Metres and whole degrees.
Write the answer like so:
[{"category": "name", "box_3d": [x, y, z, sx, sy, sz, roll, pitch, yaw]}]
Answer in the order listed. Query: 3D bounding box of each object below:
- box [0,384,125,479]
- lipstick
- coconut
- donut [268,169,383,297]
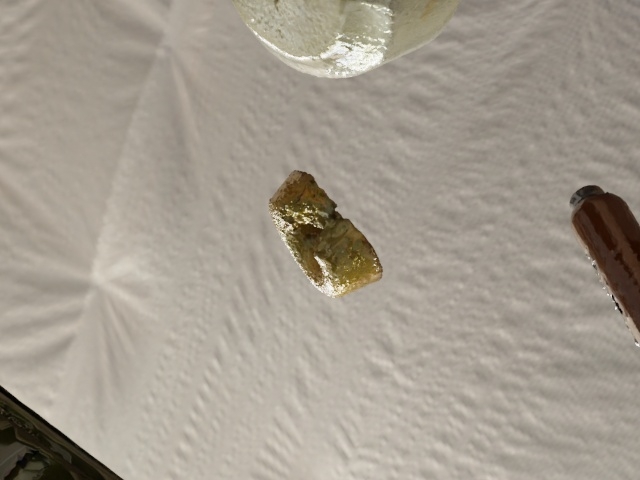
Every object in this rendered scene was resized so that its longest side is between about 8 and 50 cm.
[{"category": "box", "box_3d": [-0.158, 0.245, 0.730, 0.420, 0.138, 0.373, 32, -28, 18]}, {"category": "lipstick", "box_3d": [0.351, 0.093, 1.259, 0.418, 0.077, 0.077, -110, -144, -44]}, {"category": "coconut", "box_3d": [0.039, -0.303, 1.326, 0.237, 0.266, 0.237, 19, -53, 28]}, {"category": "donut", "box_3d": [0.000, 0.000, 0.962, 0.108, 0.043, 0.097, 50, -14, 20]}]
